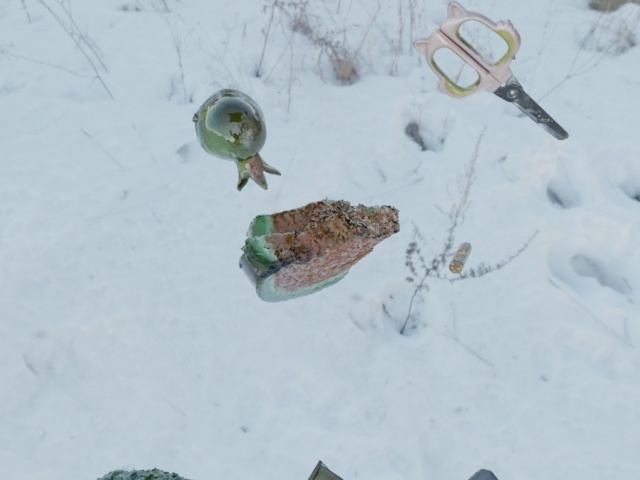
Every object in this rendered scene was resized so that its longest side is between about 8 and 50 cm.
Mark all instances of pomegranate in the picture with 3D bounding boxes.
[{"bbox_3d":[-0.155,-0.184,1.036,0.131,0.191,0.152,-24,31,2],"label":"pomegranate"}]

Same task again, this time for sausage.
[{"bbox_3d":[0.250,0.028,0.985,0.026,0.026,0.116,32,27,12],"label":"sausage"}]

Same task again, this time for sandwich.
[{"bbox_3d":[-0.012,0.001,0.599,0.235,0.159,0.079,-11,68,-56],"label":"sandwich"}]

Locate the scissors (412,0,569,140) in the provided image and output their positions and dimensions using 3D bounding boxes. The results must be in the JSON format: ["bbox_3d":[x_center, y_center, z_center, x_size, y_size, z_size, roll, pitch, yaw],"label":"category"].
[{"bbox_3d":[0.302,-0.262,0.925,0.318,0.160,0.024,34,45,-15],"label":"scissors"}]

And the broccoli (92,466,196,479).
[{"bbox_3d":[-0.312,0.571,1.015,0.294,0.348,0.280,-9,52,39],"label":"broccoli"}]

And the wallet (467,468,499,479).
[{"bbox_3d":[0.332,0.511,1.043,0.082,0.018,0.156,-47,44,10],"label":"wallet"}]

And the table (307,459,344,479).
[{"bbox_3d":[0.019,0.333,0.693,0.082,0.083,0.070,27,68,21],"label":"table"}]
